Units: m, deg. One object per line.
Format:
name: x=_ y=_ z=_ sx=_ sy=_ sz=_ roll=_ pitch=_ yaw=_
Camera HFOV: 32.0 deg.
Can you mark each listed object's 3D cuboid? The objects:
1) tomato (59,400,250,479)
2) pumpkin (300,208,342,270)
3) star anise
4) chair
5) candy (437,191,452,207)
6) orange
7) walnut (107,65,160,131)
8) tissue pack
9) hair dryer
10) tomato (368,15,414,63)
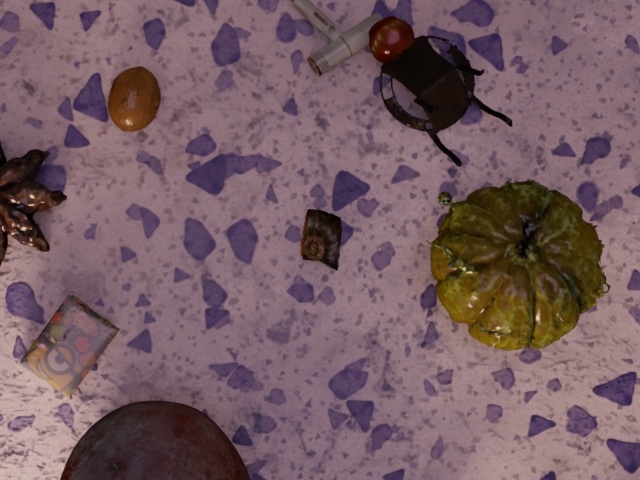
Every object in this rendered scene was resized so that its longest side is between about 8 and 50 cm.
tomato: x=-0.267 y=0.418 z=1.798 sx=0.317 sy=0.282 sz=0.316 roll=-9 pitch=57 yaw=15
pumpkin: x=0.001 y=-0.001 z=1.986 sx=0.073 sy=0.035 sz=0.101 roll=11 pitch=81 yaw=-15
star anise: x=-0.561 y=-0.063 z=1.910 sx=0.223 sy=0.109 sz=0.236 roll=18 pitch=86 yaw=-5
chair: x=0.214 y=-0.264 z=1.997 sx=0.174 sy=0.149 sz=0.213 roll=-39 pitch=47 yaw=-4
candy: x=0.242 y=-0.054 z=2.016 sx=0.023 sy=0.025 sz=0.083 roll=-33 pitch=99 yaw=36
orange: x=0.334 y=0.037 z=1.918 sx=0.300 sy=0.223 sz=0.301 roll=42 pitch=78 yaw=4
walnut: x=-0.329 y=-0.252 z=1.967 sx=0.091 sy=0.052 sz=0.121 roll=13 pitch=87 yaw=-6
tissue pack: x=-0.431 y=0.182 z=1.922 sx=0.109 sy=0.060 sz=0.148 roll=36 pitch=85 yaw=-2
hair dryer: x=0.010 y=-0.411 z=2.014 sx=0.155 sy=0.044 sz=0.183 roll=-33 pitch=86 yaw=-8
tomato: x=0.122 y=-0.357 z=1.969 sx=0.087 sy=0.087 sz=0.075 roll=-37 pitch=89 yaw=-6
